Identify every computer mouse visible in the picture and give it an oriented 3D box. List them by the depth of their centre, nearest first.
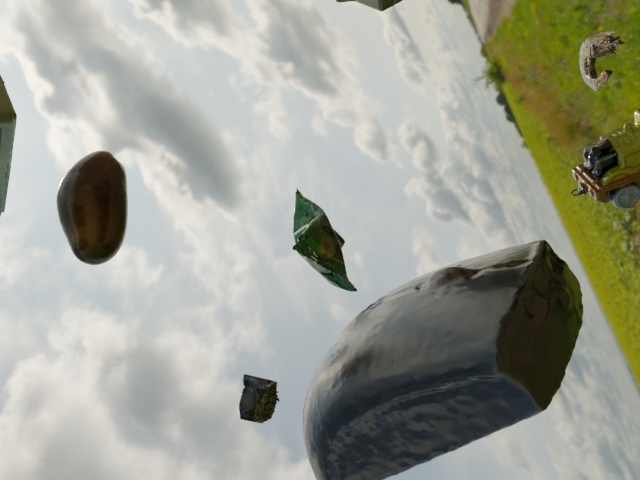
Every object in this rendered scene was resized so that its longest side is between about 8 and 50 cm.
[{"bbox_3d":[0.071,0.092,0.462,0.100,0.269,0.170,45,-141,-2],"label":"computer mouse"}]

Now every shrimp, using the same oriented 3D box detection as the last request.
[{"bbox_3d":[0.486,-0.314,1.025,0.162,0.045,0.095,-68,-16,-81],"label":"shrimp"}]

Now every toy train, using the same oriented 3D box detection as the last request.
[{"bbox_3d":[0.482,-0.131,0.887,0.089,0.219,0.127,-98,-17,-56],"label":"toy train"}]

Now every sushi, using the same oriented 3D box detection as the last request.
[{"bbox_3d":[-0.117,0.312,1.142,0.085,0.056,0.083,44,-124,-58],"label":"sushi"}]

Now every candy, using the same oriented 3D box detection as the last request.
[{"bbox_3d":[-0.004,0.000,1.039,0.203,0.078,0.141,-94,-22,-61],"label":"candy"}]

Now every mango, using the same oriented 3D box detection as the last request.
[{"bbox_3d":[-0.450,-0.065,1.157,0.133,0.111,0.267,16,-130,-36],"label":"mango"}]

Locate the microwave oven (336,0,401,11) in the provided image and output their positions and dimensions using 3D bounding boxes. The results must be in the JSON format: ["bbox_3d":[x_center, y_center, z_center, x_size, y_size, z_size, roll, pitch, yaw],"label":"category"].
[{"bbox_3d":[0.066,-0.523,0.897,0.355,0.286,0.218,40,157,40],"label":"microwave oven"}]

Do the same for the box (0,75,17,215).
[{"bbox_3d":[-0.555,-0.154,0.836,0.166,0.290,0.220,-14,-115,-40],"label":"box"}]
